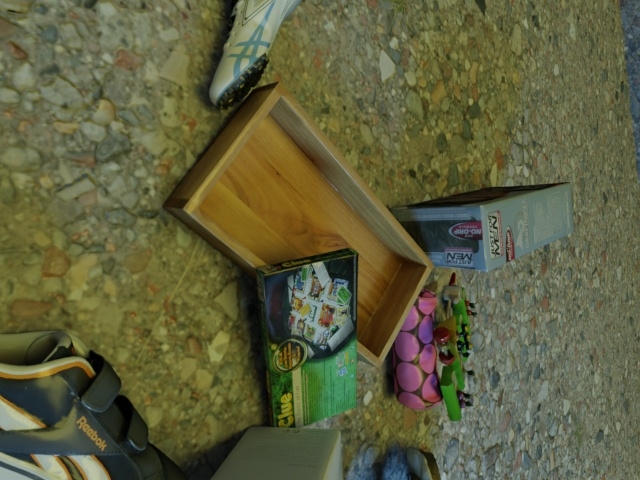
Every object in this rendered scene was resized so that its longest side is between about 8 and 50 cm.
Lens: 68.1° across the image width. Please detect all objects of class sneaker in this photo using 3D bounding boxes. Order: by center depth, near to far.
[{"bbox_3d":[-0.235,0.171,0.453,0.321,0.126,0.127,42,69,-33],"label":"sneaker"},{"bbox_3d":[-0.094,-0.277,0.622,0.086,0.085,0.237,27,74,-12],"label":"sneaker"}]

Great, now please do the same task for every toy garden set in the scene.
[{"bbox_3d":[0.264,0.175,0.886,0.244,0.049,0.204,-64,142,-46],"label":"toy garden set"}]

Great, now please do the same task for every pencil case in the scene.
[{"bbox_3d":[0.177,0.189,0.857,0.098,0.095,0.209,-5,95,-12],"label":"pencil case"}]

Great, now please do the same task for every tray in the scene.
[{"bbox_3d":[0.000,0.000,0.693,0.411,0.076,0.203,45,68,-34],"label":"tray"}]

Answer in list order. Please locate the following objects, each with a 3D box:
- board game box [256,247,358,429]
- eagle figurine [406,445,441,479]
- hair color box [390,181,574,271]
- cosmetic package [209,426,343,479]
[{"bbox_3d":[-0.013,0.143,0.651,0.136,0.030,0.259,-12,115,-25],"label":"board game box"},{"bbox_3d":[0.175,0.476,0.798,0.298,0.225,0.226,23,64,-29],"label":"eagle figurine"},{"bbox_3d":[0.330,-0.038,0.929,0.374,0.185,0.113,-15,101,-42],"label":"hair color box"},{"bbox_3d":[-0.053,0.373,0.547,0.225,0.138,0.224,-14,102,-80],"label":"cosmetic package"}]
